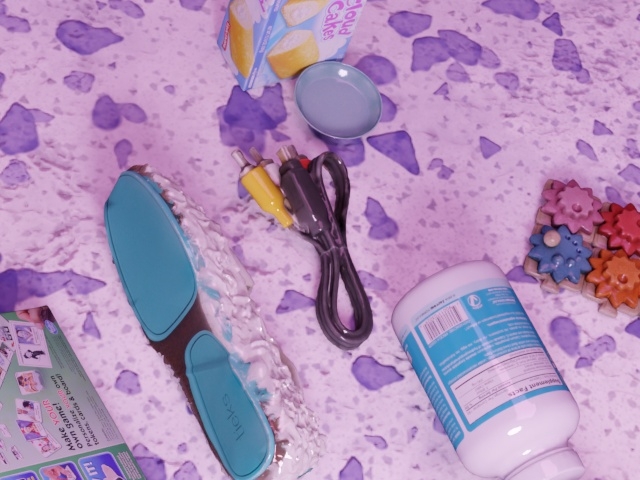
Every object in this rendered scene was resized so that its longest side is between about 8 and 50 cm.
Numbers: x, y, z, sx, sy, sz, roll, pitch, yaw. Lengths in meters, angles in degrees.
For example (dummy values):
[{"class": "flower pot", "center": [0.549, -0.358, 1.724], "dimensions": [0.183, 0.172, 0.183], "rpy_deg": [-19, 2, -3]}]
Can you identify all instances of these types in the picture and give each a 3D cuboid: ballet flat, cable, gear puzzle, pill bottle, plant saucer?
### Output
[{"class": "ballet flat", "center": [-0.114, 0.100, 1.642], "dimensions": [0.147, 0.147, 0.409], "rpy_deg": [-17, 66, -25]}, {"class": "cable", "center": [0.000, 0.000, 1.783], "dimensions": [0.139, 0.072, 0.287], "rpy_deg": [-11, 72, -41]}, {"class": "gear puzzle", "center": [0.430, 0.035, 1.870], "dimensions": [0.338, 0.044, 0.175], "rpy_deg": [22, 54, -1]}, {"class": "pill bottle", "center": [0.195, 0.165, 1.657], "dimensions": [0.146, 0.146, 0.264], "rpy_deg": [-15, 63, -24]}, {"class": "plant saucer", "center": [0.021, -0.177, 1.903], "dimensions": [0.119, 0.021, 0.119], "rpy_deg": [7, 61, -14]}]

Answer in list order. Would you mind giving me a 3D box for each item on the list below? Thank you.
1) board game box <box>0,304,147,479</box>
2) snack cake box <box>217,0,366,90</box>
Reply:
[{"class": "board game box", "center": [-0.301, 0.212, 1.492], "dimensions": [0.213, 0.046, 0.317], "rpy_deg": [-7, 55, -46]}, {"class": "snack cake box", "center": [-0.023, -0.314, 1.835], "dimensions": [0.152, 0.264, 0.089], "rpy_deg": [-17, 64, -25]}]
